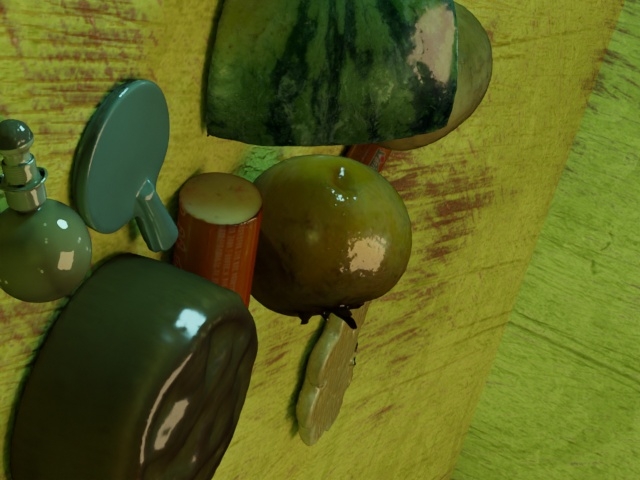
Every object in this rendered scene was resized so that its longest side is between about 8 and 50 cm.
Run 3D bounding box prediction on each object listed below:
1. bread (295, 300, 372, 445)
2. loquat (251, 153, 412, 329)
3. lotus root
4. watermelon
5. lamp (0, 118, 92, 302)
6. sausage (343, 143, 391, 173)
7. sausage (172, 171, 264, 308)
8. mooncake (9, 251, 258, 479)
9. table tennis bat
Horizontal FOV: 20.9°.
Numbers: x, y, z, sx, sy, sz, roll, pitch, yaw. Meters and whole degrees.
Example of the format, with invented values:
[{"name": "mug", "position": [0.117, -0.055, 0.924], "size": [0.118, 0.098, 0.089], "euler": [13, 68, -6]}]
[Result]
[{"name": "bread", "position": [0.013, 0.190, 2.582], "size": [0.182, 0.039, 0.251], "euler": [-36, 144, -60]}, {"name": "loquat", "position": [-0.005, 0.000, 2.017], "size": [0.213, 0.213, 0.213], "euler": [-56, 160, -34]}, {"name": "lotus root", "position": [0.142, -0.225, 2.237], "size": [0.342, 0.151, 0.169], "euler": [-41, 113, -55]}, {"name": "watermelon", "position": [0.014, -0.221, 1.839], "size": [0.201, 0.261, 0.213], "euler": [-94, -171, -57]}, {"name": "lamp", "position": [-0.245, -0.028, 1.456], "size": [0.091, 0.091, 0.163], "euler": [-48, 138, -49]}, {"name": "sausage", "position": [0.050, -0.092, 2.317], "size": [0.348, 0.053, 0.053], "euler": [-61, 162, -22]}, {"name": "sausage", "position": [-0.125, 0.076, 1.924], "size": [0.093, 0.093, 0.312], "euler": [-48, 155, -48]}, {"name": "mooncake", "position": [-0.180, 0.164, 1.757], "size": [0.284, 0.155, 0.284], "euler": [-54, 157, -35]}, {"name": "table tennis bat", "position": [-0.181, -0.060, 1.680], "size": [0.149, 0.038, 0.237], "euler": [-63, 158, -22]}]
